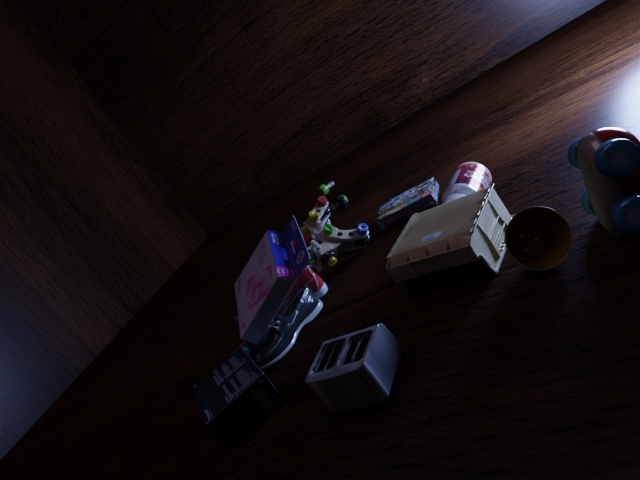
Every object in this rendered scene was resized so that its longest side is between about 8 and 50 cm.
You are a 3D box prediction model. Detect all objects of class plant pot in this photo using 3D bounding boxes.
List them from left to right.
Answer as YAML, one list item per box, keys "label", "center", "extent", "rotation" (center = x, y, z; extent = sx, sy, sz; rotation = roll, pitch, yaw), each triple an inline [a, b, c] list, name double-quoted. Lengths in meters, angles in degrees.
- label: "plant pot"
  center: [0.459, -0.001, 1.124]
  extent: [0.134, 0.134, 0.095]
  rotation: [-35, -8, 4]

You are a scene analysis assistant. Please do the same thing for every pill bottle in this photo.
- label: "pill bottle"
  center: [0.428, -0.133, 1.535]
  extent: [0.121, 0.121, 0.221]
  rotation: [-23, 21, 39]

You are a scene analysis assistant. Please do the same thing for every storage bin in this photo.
- label: "storage bin"
  center: [0.335, 0.004, 1.343]
  extent: [0.262, 0.123, 0.260]
  rotation: [-20, 23, 42]

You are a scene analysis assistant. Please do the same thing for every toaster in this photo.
- label: "toaster"
  center: [0.073, 0.282, 1.120]
  extent: [0.168, 0.110, 0.185]
  rotation: [-26, 19, 35]

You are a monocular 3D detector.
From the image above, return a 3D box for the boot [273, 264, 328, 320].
- label: "boot"
  center: [-0.122, 0.159, 1.746]
  extent: [0.244, 0.176, 0.088]
  rotation: [-34, 18, 12]

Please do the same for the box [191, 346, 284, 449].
- label: "box"
  center: [-0.230, 0.411, 1.392]
  extent: [0.184, 0.103, 0.261]
  rotation: [-37, 16, -15]

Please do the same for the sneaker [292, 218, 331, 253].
- label: "sneaker"
  center: [-0.042, -0.002, 2.202]
  extent: [0.221, 0.087, 0.128]
  rotation: [-46, 24, 11]

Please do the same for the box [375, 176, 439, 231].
- label: "box"
  center: [0.318, -0.133, 1.898]
  extent: [0.233, 0.044, 0.159]
  rotation: [-28, 18, 27]

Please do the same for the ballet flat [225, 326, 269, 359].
- label: "ballet flat"
  center: [-0.220, 0.337, 1.647]
  extent: [0.206, 0.073, 0.067]
  rotation: [-35, 1, -10]

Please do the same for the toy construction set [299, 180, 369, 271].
- label: "toy construction set"
  center: [0.000, 0.000, 1.847]
  extent: [0.237, 0.257, 0.309]
  rotation: [-39, -7, -24]

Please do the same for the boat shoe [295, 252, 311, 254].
- label: "boat shoe"
  center: [-0.070, 0.069, 2.055]
  extent: [0.183, 0.083, 0.065]
  rotation: [-42, 17, -19]

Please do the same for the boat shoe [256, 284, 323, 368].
- label: "boat shoe"
  center: [-0.111, 0.259, 1.590]
  extent: [0.114, 0.091, 0.302]
  rotation: [-19, 23, 45]

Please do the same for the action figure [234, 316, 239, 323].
- label: "action figure"
  center: [-0.309, 0.305, 1.987]
  extent: [0.038, 0.030, 0.115]
  rotation: [-47, 17, -18]

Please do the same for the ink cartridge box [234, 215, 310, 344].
- label: "ink cartridge box"
  center: [-0.167, 0.105, 1.649]
  extent: [0.330, 0.071, 0.324]
  rotation: [-59, 23, 16]

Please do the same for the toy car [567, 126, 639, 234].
- label: "toy car"
  center: [0.649, -0.144, 1.014]
  extent: [0.238, 0.210, 0.219]
  rotation: [-19, 8, 13]
